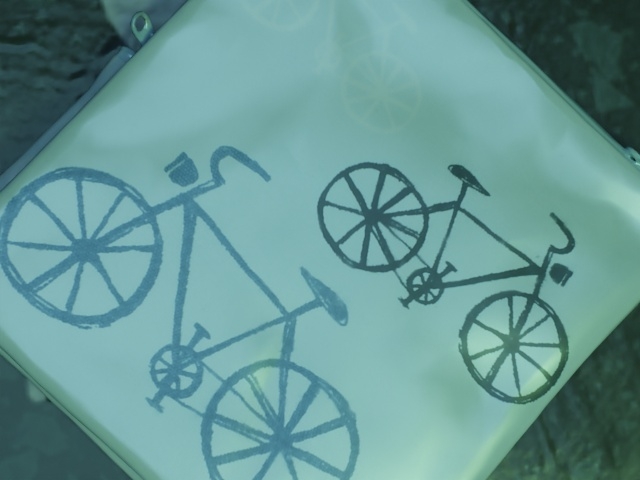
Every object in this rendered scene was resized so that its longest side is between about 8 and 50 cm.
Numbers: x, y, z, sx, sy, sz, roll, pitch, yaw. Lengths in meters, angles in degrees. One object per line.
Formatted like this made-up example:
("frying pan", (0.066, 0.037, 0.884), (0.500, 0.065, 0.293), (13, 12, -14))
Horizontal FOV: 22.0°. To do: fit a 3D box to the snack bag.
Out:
("snack bag", (0.000, 0.000, 0.929), (0.323, 0.037, 0.342), (43, 83, -2))
